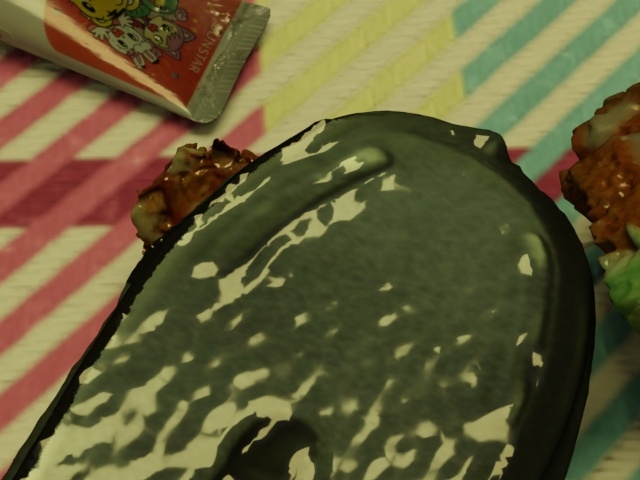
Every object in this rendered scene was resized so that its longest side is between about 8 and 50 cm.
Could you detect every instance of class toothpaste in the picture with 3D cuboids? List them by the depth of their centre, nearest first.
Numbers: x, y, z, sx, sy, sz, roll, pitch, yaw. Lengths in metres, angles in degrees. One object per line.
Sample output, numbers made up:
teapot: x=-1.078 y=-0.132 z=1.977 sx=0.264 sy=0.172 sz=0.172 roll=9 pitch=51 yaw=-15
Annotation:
toothpaste: x=-0.148 y=-0.128 z=1.002 sx=0.234 sy=0.057 sz=0.089 roll=21 pitch=52 yaw=3

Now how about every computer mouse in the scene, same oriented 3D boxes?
computer mouse: x=-0.028 y=0.109 z=0.771 sx=0.203 sy=0.114 sz=0.374 roll=31 pitch=62 yaw=13

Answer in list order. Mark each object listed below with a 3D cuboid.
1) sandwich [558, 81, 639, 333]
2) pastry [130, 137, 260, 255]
sandwich: x=0.172 y=-0.022 z=0.853 sx=0.184 sy=0.109 sz=0.160 roll=10 pitch=30 yaw=-52
pastry: x=-0.001 y=0.002 z=0.887 sx=0.169 sy=0.087 sz=0.063 roll=21 pitch=27 yaw=-2
